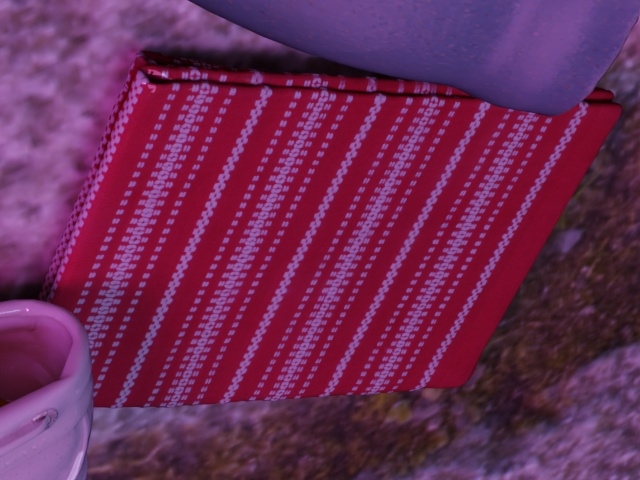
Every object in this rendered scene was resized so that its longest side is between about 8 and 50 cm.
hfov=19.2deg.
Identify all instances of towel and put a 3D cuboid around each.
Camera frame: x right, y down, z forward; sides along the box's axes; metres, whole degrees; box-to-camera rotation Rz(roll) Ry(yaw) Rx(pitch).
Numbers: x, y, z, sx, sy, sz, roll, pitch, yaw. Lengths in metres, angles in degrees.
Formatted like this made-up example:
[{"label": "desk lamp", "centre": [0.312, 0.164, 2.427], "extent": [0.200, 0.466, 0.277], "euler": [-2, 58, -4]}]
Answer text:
[{"label": "towel", "centre": [0.000, 0.000, 0.894], "extent": [0.275, 0.031, 0.199], "euler": [0, 130, -35]}]

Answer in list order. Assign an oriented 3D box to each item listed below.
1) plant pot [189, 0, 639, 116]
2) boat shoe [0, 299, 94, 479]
[{"label": "plant pot", "centre": [-0.011, -0.191, 0.533], "extent": [0.196, 0.293, 0.293], "euler": [6, 129, -8]}, {"label": "boat shoe", "centre": [-0.245, 0.086, 0.708], "extent": [0.367, 0.136, 0.156], "euler": [-10, 134, -31]}]
